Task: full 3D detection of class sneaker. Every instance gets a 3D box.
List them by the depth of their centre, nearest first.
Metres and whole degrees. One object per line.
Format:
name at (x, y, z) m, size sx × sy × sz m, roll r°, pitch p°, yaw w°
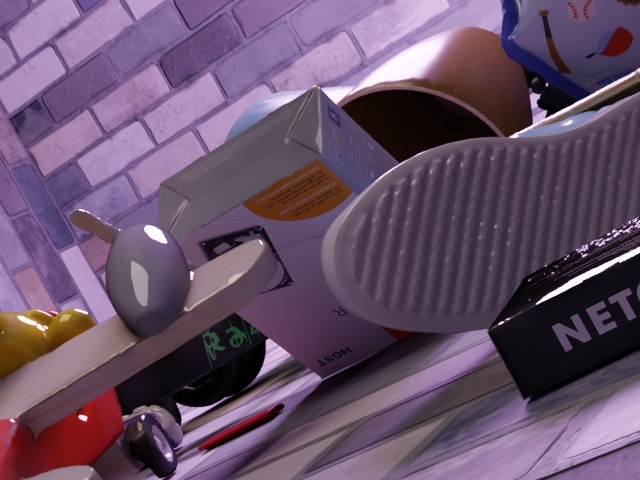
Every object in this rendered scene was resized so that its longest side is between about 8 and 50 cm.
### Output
sneaker at (0.139, -0.009, 1.066) m, size 0.366 × 0.135 × 0.150 m, roll -17°, pitch -7°, yaw -31°
sneaker at (-0.220, 0.217, 1.480) m, size 0.170 × 0.068 × 0.071 m, roll -28°, pitch 7°, yaw 34°

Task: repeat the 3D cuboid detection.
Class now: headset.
headset at (-0.192, 0.127, 1.646) m, size 0.243 × 0.185 × 0.394 m, roll -30°, pitch -3°, yaw -41°

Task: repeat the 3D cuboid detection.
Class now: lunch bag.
lunch bag at (0.418, -0.263, 1.529) m, size 0.385 × 0.239 × 0.328 m, roll 25°, pitch -41°, yaw -39°

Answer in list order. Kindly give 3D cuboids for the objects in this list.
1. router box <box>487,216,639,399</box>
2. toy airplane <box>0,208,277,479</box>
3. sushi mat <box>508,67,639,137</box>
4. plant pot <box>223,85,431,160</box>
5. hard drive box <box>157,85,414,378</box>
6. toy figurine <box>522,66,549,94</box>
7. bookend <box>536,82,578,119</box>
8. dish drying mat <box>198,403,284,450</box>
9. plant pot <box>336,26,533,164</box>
router box at (0.183, 0.012, 0.770) m, size 0.179 × 0.046 × 0.133 m, roll -29°, pitch 1°, yaw 20°
toy airplane at (-0.261, 0.126, 1.130) m, size 0.386 × 0.272 × 0.384 m, roll -30°, pitch 1°, yaw -38°
sushi mat at (0.248, -0.116, 1.197) m, size 0.316 × 0.019 × 0.151 m, roll -28°, pitch -11°, yaw 41°
plant pot at (0.054, -0.060, 1.798) m, size 0.235 × 0.293 × 0.293 m, roll -9°, pitch 16°, yaw 47°
hard drive box at (0.000, 0.000, 1.274) m, size 0.181 × 0.232 × 0.089 m, roll -30°, pitch 41°, yaw 26°
toy figurine at (0.293, -0.160, 1.874) m, size 0.148 × 0.213 × 0.209 m, roll -20°, pitch -2°, yaw 2°
bookend at (0.279, -0.108, 1.670) m, size 0.156 × 0.072 × 0.157 m, roll -49°, pitch -23°, yaw -56°
dish drying mat at (-0.071, 0.167, 1.299) m, size 0.083 × 0.008 × 0.032 m, roll -30°, pitch 0°, yaw 26°
plant pot at (0.138, -0.127, 1.592) m, size 0.237 × 0.237 × 0.254 m, roll -29°, pitch 20°, yaw 37°
